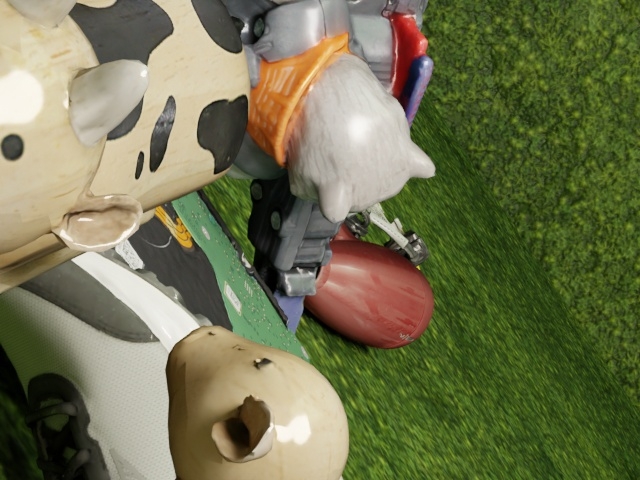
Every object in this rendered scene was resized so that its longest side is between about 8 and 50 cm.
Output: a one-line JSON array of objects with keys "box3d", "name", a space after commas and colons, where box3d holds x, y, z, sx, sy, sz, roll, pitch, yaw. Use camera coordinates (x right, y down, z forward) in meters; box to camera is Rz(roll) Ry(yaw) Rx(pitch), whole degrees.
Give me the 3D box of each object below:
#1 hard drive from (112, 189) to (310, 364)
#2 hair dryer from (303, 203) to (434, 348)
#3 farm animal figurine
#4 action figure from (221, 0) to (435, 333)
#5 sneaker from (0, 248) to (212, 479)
[{"box3d": [-0.103, 0.009, 0.828, 0.339, 0.064, 0.237, 57, 12, -21], "name": "hard drive"}, {"box3d": [0.000, 0.000, 1.312, 0.224, 0.080, 0.293, 39, 11, -11], "name": "hair dryer"}, {"box3d": [-0.088, 0.002, 0.412, 0.330, 0.172, 0.326, 57, 23, -21], "name": "farm animal figurine"}, {"box3d": [-0.067, -0.092, 0.961, 0.179, 0.341, 0.330, -11, 36, -40], "name": "action figure"}, {"box3d": [-0.071, 0.114, 0.656, 0.271, 0.108, 0.100, 59, -31, -6], "name": "sneaker"}]
